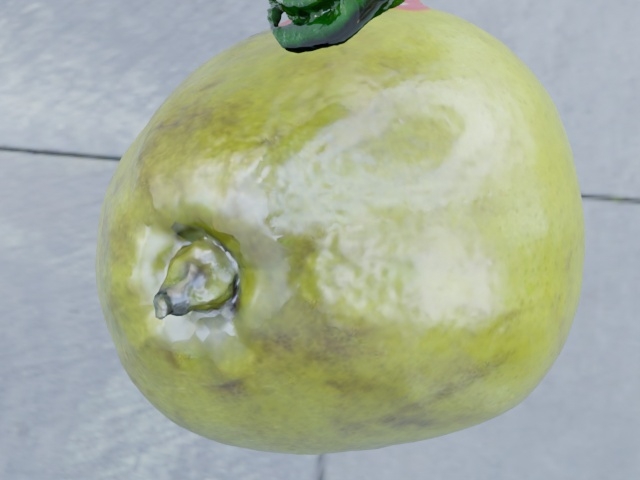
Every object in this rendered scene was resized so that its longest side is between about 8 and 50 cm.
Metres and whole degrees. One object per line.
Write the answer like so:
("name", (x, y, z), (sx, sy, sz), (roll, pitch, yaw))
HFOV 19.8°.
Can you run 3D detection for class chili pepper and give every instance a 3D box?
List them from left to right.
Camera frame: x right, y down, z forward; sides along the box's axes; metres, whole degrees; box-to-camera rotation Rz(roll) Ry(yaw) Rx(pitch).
("chili pepper", (0.009, -0.125, 0.897), (0.073, 0.182, 0.050), (-11, 102, 3))

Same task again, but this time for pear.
("pear", (0.000, 0.000, 1.098), (0.375, 0.287, 0.287), (-21, 103, -61))
